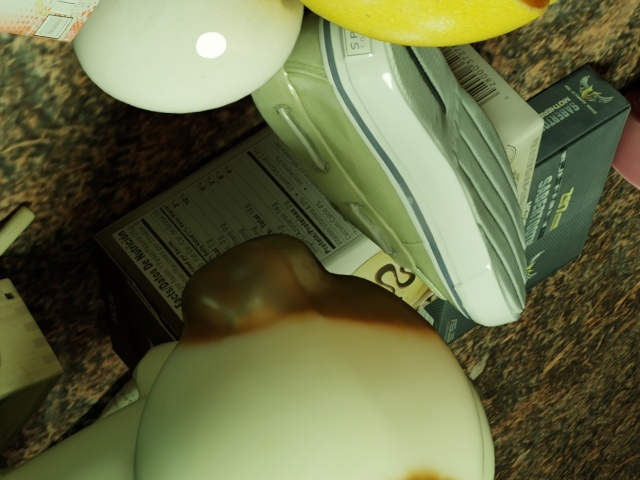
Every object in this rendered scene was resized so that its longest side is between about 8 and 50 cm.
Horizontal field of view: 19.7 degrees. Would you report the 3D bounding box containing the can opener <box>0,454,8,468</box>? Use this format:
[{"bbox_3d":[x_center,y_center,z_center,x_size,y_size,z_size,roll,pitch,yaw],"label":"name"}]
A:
[{"bbox_3d":[-0.314,0.174,1.182,0.095,0.076,0.283,-16,168,24],"label":"can opener"}]

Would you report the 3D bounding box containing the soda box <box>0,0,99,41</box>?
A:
[{"bbox_3d":[-0.172,-0.138,0.836,0.058,0.063,0.183,-52,156,20],"label":"soda box"}]

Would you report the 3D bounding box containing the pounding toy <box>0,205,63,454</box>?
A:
[{"bbox_3d":[-0.227,0.070,1.100,0.130,0.100,0.141,-18,158,-43],"label":"pounding toy"}]

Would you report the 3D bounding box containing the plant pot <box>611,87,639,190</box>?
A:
[{"bbox_3d":[0.366,-0.123,1.572,0.201,0.201,0.180,-11,126,-50],"label":"plant pot"}]

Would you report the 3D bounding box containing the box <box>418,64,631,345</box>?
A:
[{"bbox_3d":[0.160,-0.022,1.567,0.183,0.059,0.232,-32,155,-24],"label":"box"}]

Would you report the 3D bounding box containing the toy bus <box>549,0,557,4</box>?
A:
[{"bbox_3d":[0.142,-0.234,1.111,0.191,0.104,0.202,-42,157,-1],"label":"toy bus"}]

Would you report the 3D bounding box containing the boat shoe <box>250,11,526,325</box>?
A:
[{"bbox_3d":[0.049,-0.046,1.123,0.094,0.109,0.302,-8,143,22],"label":"boat shoe"}]

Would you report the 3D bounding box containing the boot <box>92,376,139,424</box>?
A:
[{"bbox_3d":[-0.116,0.213,1.403,0.165,0.213,0.077,-40,-162,0],"label":"boot"}]

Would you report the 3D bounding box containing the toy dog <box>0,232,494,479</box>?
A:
[{"bbox_3d":[-0.082,0.166,1.036,0.408,0.284,0.395,-38,149,28],"label":"toy dog"}]

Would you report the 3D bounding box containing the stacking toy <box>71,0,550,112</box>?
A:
[{"bbox_3d":[0.066,-0.213,0.884,0.480,0.350,0.350,-30,161,18],"label":"stacking toy"}]

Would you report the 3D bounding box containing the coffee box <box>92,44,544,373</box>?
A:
[{"bbox_3d":[0.000,0.000,1.277,0.297,0.119,0.168,-34,156,-18],"label":"coffee box"}]
